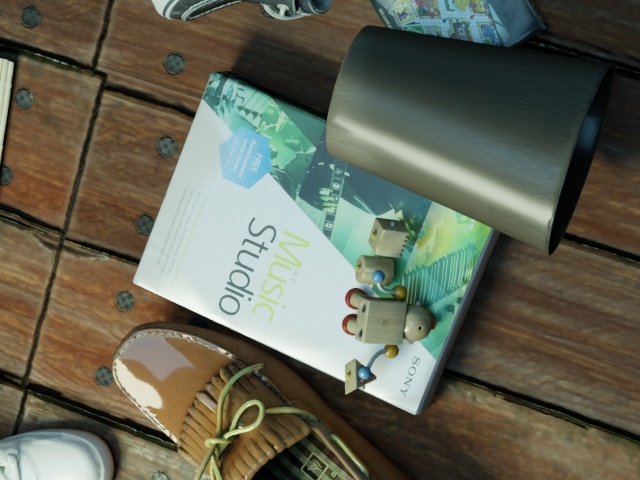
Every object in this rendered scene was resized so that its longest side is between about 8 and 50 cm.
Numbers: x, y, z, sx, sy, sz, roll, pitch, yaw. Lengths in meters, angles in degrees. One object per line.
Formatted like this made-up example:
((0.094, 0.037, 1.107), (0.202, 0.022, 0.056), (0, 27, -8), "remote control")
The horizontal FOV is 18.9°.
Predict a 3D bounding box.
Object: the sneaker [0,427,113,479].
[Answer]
((-0.369, 0.265, 1.965), (0.293, 0.169, 0.108), (-13, 89, 17), "sneaker")

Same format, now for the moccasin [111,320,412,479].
((-0.050, 0.214, 1.869), (0.380, 0.147, 0.139), (42, 105, 10), "moccasin")

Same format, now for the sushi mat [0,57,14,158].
((-0.411, -0.049, 2.028), (0.151, 0.019, 0.316), (12, 98, 15), "sushi mat")

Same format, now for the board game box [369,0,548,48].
((0.096, -0.278, 1.842), (0.136, 0.030, 0.259), (-31, 85, 20), "board game box")

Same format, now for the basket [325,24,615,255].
((0.131, -0.105, 1.757), (0.227, 0.204, 0.154), (16, 142, 13), "basket")

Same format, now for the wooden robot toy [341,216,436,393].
((0.070, 0.065, 1.817), (0.079, 0.076, 0.173), (6, 98, -19), "wooden robot toy")

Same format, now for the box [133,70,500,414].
((0.000, 0.000, 1.882), (0.322, 0.058, 0.232), (24, 102, 13), "box")

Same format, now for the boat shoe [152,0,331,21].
((-0.028, -0.258, 1.830), (0.301, 0.108, 0.102), (-22, 89, 26), "boat shoe")
